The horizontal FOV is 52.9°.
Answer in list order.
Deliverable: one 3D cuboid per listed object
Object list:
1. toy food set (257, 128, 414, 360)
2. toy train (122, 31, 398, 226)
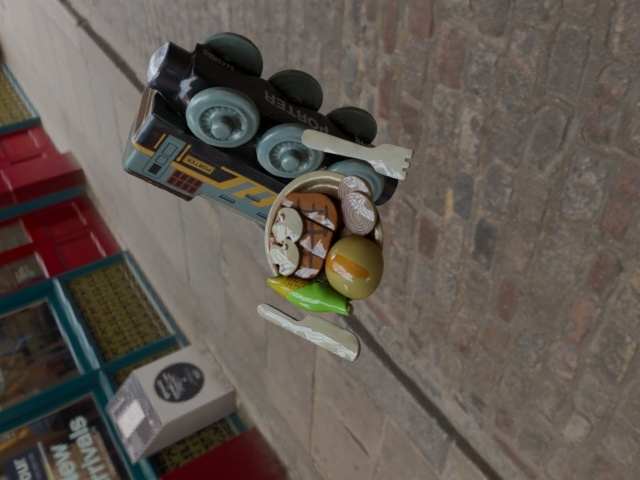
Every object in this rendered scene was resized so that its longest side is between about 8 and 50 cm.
[{"bbox_3d":[0.000,0.000,0.565,0.132,0.038,0.192,19,100,30],"label":"toy food set"},{"bbox_3d":[-0.069,-0.105,0.770,0.190,0.334,0.142,-39,40,37],"label":"toy train"}]
